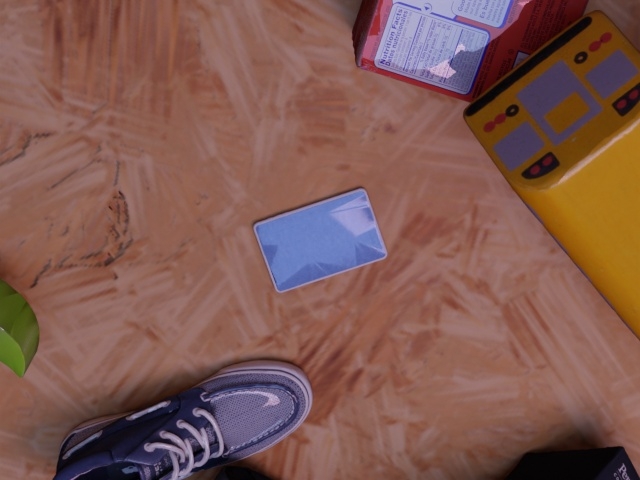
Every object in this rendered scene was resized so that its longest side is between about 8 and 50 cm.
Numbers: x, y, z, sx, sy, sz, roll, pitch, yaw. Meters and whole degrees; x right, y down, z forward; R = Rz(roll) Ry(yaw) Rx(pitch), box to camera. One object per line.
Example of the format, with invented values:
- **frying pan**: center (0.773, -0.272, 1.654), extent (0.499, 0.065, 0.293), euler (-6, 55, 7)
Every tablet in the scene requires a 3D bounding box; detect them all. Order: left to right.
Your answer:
- **tablet**: center (0.000, 0.000, 1.312), extent (0.083, 0.006, 0.054), euler (-18, 105, 4)

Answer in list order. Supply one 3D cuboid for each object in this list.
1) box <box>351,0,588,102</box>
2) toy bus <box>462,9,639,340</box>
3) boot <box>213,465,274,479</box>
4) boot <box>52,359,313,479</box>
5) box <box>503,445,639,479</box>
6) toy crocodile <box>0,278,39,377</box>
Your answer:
- **box**: center (0.117, -0.220, 1.188), extent (0.128, 0.122, 0.257), euler (16, 106, -6)
- **toy bus**: center (0.218, -0.002, 1.184), extent (0.108, 0.130, 0.332), euler (-39, 133, 7)
- **boot**: center (-0.183, 0.332, 1.327), extent (0.367, 0.146, 0.445), euler (37, 108, -22)
- **boot**: center (-0.095, 0.144, 1.311), extent (0.190, 0.086, 0.069), euler (-21, 105, 6)
- **box**: center (0.186, 0.302, 1.302), extent (0.103, 0.184, 0.261), euler (-14, 111, 47)
- **toy crocodile**: center (-0.331, 0.146, 1.296), extent (0.105, 0.115, 0.340), euler (41, 102, -12)
